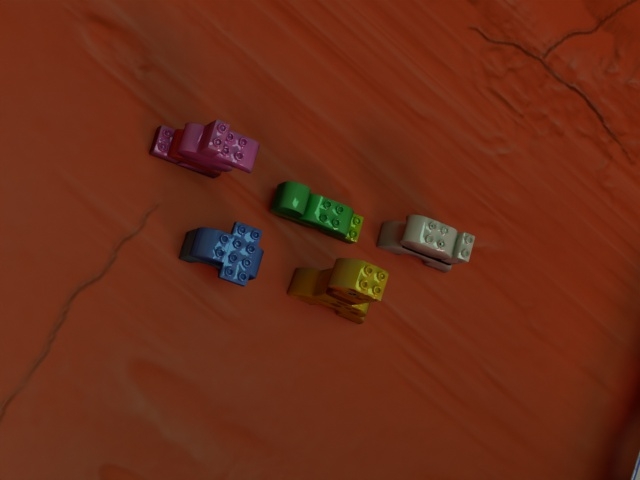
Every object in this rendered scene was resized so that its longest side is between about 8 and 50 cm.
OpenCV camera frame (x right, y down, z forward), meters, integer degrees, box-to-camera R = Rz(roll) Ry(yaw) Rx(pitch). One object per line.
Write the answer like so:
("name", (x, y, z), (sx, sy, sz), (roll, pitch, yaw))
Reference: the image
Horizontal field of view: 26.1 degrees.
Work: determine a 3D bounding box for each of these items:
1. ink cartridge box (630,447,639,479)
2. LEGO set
("ink cartridge box", (0.305, 0.187, 1.021), (0.208, 0.045, 0.206), (28, 73, -20))
("LEGO set", (0.000, 0.000, 0.886), (0.227, 0.093, 0.087), (21, 76, -20))
